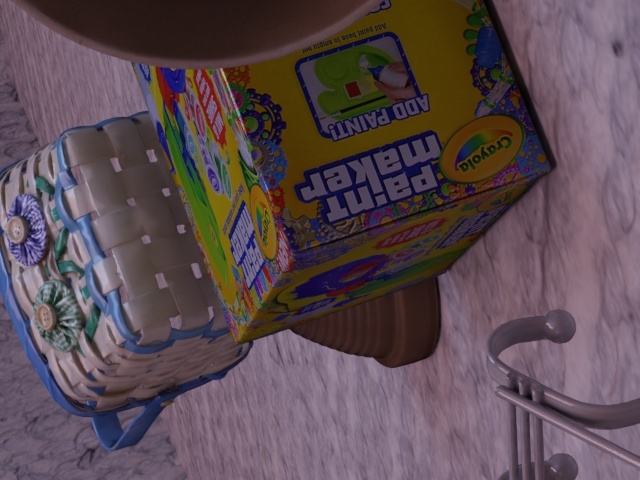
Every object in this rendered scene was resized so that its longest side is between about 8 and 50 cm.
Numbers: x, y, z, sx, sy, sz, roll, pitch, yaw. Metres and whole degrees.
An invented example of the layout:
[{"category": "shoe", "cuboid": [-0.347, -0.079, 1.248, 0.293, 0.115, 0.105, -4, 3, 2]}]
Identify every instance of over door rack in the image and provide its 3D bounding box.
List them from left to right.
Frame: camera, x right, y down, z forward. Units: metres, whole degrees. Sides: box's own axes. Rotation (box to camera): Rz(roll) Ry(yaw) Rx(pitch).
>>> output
[{"category": "over door rack", "cuboid": [0.217, 0.198, 0.946, 0.324, 0.108, 0.239, 37, 146, 43]}]

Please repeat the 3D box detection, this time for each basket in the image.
[{"category": "basket", "cuboid": [-0.170, 0.022, 1.535, 0.254, 0.201, 0.289, 68, 156, 13]}]

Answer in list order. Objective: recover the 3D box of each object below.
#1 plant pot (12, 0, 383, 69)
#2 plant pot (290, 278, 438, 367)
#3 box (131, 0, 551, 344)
[{"category": "plant pot", "cuboid": [-0.068, -0.268, 0.970, 0.274, 0.256, 0.256, -99, 1, -54]}, {"category": "plant pot", "cuboid": [0.000, 0.000, 1.505, 0.237, 0.110, 0.237, 162, 90, -76]}, {"category": "box", "cuboid": [-0.007, -0.109, 1.254, 0.290, 0.177, 0.279, 123, 127, -73]}]
